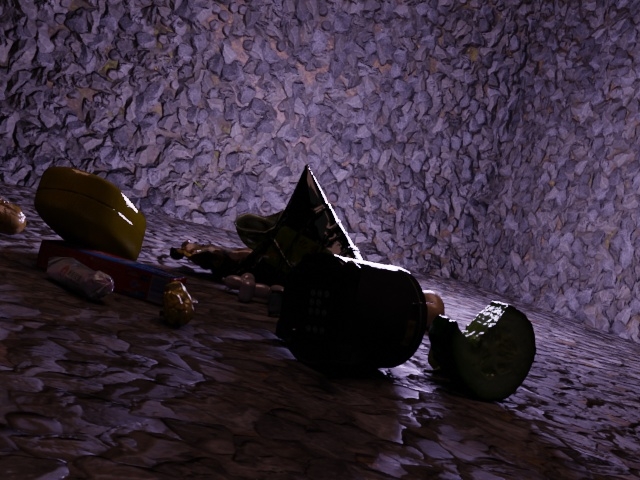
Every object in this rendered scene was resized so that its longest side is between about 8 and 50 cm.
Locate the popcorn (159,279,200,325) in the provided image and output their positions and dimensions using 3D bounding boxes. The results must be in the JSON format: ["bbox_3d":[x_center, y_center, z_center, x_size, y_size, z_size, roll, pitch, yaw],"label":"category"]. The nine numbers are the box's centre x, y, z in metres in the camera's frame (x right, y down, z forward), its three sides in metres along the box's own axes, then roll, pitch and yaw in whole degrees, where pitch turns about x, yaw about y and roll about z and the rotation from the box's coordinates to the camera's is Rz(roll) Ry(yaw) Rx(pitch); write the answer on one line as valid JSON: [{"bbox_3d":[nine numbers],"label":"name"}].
[{"bbox_3d":[-0.276,0.124,1.414,0.084,0.084,0.084,14,4,-1],"label":"popcorn"}]

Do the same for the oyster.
[{"bbox_3d":[-0.257,0.060,2.186,0.221,0.096,0.361,22,8,34],"label":"oyster"}]

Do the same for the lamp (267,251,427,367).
[{"bbox_3d":[0.075,0.137,1.419,0.272,0.205,0.374,8,-5,-24],"label":"lamp"}]

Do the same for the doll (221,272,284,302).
[{"bbox_3d":[-0.168,0.122,1.910,0.161,0.059,0.160,13,4,-15],"label":"doll"}]

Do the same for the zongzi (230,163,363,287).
[{"bbox_3d":[0.000,0.000,2.032,0.383,0.362,0.319,21,-2,5],"label":"zongzi"}]

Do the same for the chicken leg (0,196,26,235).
[{"bbox_3d":[-0.861,-0.068,1.924,0.207,0.085,0.101,6,49,-17],"label":"chicken leg"}]

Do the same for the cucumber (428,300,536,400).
[{"bbox_3d":[0.321,0.215,1.477,0.191,0.191,0.130,13,5,-16],"label":"cucumber"}]

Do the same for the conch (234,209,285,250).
[{"bbox_3d":[-0.136,-0.020,2.164,0.181,0.124,0.187,3,21,31],"label":"conch"}]

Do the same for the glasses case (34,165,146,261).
[{"bbox_3d":[-0.518,-0.035,1.755,0.173,0.141,0.371,6,-18,9],"label":"glasses case"}]

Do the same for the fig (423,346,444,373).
[{"bbox_3d":[0.262,0.250,1.573,0.084,0.082,0.098,10,31,17],"label":"fig"}]

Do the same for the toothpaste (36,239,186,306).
[{"bbox_3d":[-0.448,0.067,1.612,0.320,0.066,0.076,16,4,14],"label":"toothpaste"}]

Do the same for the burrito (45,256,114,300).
[{"bbox_3d":[-0.472,0.073,1.483,0.203,0.064,0.064,15,3,43],"label":"burrito"}]

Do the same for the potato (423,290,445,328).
[{"bbox_3d":[0.310,0.203,2.204,0.112,0.112,0.147,13,10,-13],"label":"potato"}]
